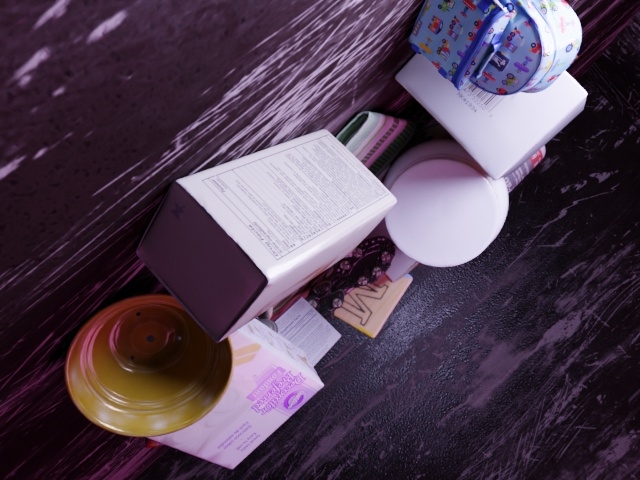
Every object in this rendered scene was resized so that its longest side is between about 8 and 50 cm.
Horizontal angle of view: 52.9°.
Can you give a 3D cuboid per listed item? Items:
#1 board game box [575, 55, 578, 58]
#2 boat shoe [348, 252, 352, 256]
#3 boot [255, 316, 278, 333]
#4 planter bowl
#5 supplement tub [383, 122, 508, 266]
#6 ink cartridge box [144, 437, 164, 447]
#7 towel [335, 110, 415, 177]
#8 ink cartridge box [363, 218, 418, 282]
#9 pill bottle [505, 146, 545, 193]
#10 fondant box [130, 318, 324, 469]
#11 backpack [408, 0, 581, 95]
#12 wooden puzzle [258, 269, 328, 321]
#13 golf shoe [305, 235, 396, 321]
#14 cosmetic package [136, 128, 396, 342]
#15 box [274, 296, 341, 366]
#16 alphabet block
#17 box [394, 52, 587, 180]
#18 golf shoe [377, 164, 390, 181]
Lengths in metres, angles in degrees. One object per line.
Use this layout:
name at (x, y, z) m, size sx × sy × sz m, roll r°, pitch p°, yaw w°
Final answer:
board game box at (0.557, -0.448, 1.594) m, size 0.181 × 0.092 × 0.043 m, roll -35°, pitch 169°, yaw -39°
boat shoe at (-0.005, -0.012, 1.288) m, size 0.078 × 0.070 × 0.219 m, roll 1°, pitch 173°, yaw 31°
boot at (-0.194, 0.170, 1.291) m, size 0.190 × 0.076 × 0.208 m, roll -12°, pitch 164°, yaw 14°
planter bowl at (-0.231, 0.153, 0.882) m, size 0.217 × 0.217 × 0.090 m, roll -43°, pitch -153°, yaw 3°
supplement tub at (0.246, -0.097, 1.269) m, size 0.235 × 0.235 × 0.325 m, roll -46°, pitch -177°, yaw 23°
ink cartridge box at (-0.231, 0.325, 1.368) m, size 0.272 × 0.130 × 0.309 m, roll -5°, pitch 155°, yaw -22°
towel at (0.051, -0.125, 1.123) m, size 0.248 × 0.038 × 0.325 m, roll -47°, pitch 168°, yaw 21°
ink cartridge box at (0.212, -0.033, 1.694) m, size 0.117 × 0.207 × 0.283 m, roll -46°, pitch 170°, yaw 29°
pill bottle at (0.457, -0.191, 1.877) m, size 0.363 × 0.210 × 0.210 m, roll -46°, pitch 171°, yaw 0°
fondant box at (-0.181, 0.237, 1.087) m, size 0.238 × 0.096 × 0.330 m, roll -43°, pitch 135°, yaw 5°
backpack at (0.217, -0.250, 0.789) m, size 0.117 × 0.173 × 0.158 m, roll -37°, pitch 171°, yaw -30°
wooden puzzle at (-0.087, 0.122, 1.591) m, size 0.348 × 0.080 × 0.322 m, roll -41°, pitch 173°, yaw -39°
golf shoe at (0.065, 0.077, 1.582) m, size 0.273 × 0.105 × 0.120 m, roll -41°, pitch -167°, yaw 11°
cosmetic package at (-0.053, -0.020, 0.792) m, size 0.296 × 0.153 × 0.129 m, roll -29°, pitch 163°, yaw -52°
box at (-0.047, 0.227, 1.512) m, size 0.126 × 0.137 × 0.072 m, roll -40°, pitch 173°, yaw -42°
alphabet block at (0.107, 0.121, 1.767) m, size 0.197 × 0.193 × 0.192 m, roll -58°, pitch -172°, yaw 2°
box at (0.288, -0.236, 1.040) m, size 0.168 × 0.215 × 0.345 m, roll -46°, pitch 170°, yaw 21°
golf shoe at (0.102, -0.093, 1.332) m, size 0.069 × 0.086 × 0.176 m, roll -28°, pitch 162°, yaw -51°
